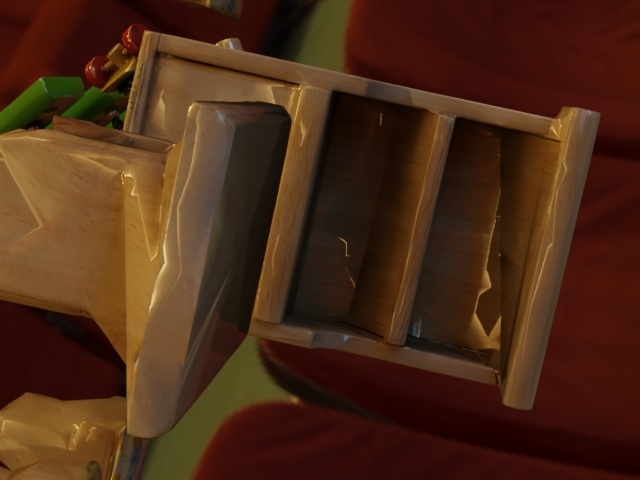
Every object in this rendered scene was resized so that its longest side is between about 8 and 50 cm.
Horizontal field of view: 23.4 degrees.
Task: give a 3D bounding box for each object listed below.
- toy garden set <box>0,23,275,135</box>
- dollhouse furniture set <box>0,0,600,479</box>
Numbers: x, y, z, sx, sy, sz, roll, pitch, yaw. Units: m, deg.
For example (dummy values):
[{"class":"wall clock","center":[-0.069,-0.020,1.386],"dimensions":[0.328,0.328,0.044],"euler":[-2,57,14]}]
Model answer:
[{"class":"toy garden set","center":[-0.147,-0.121,1.382],"dimensions":[0.204,0.244,0.049],"euler":[-31,73,41]},{"class":"dollhouse furniture set","center":[0.000,0.000,0.721],"dimensions":[0.394,0.256,0.362],"euler":[-51,-27,-83]}]
